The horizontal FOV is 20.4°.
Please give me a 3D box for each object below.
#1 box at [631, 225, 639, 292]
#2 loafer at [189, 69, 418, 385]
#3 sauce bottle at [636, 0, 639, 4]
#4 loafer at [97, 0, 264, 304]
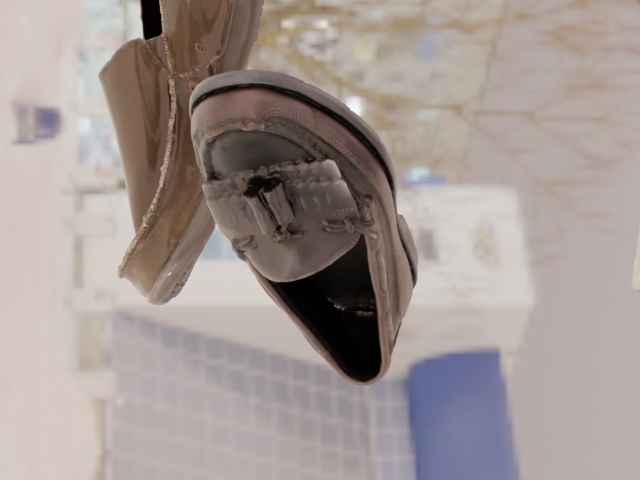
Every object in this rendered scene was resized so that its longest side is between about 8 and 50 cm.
[{"bbox_3d":[0.280,-0.093,1.155,0.113,0.094,0.275,-164,-98,-80],"label":"box"},{"bbox_3d":[0.000,0.000,1.130,0.302,0.109,0.095,54,33,-59],"label":"loafer"},{"bbox_3d":[0.152,-0.126,0.786,0.128,0.042,0.042,58,25,-59],"label":"sauce bottle"},{"bbox_3d":[-0.141,-0.109,1.580,0.134,0.130,0.366,122,-20,-54],"label":"loafer"}]
